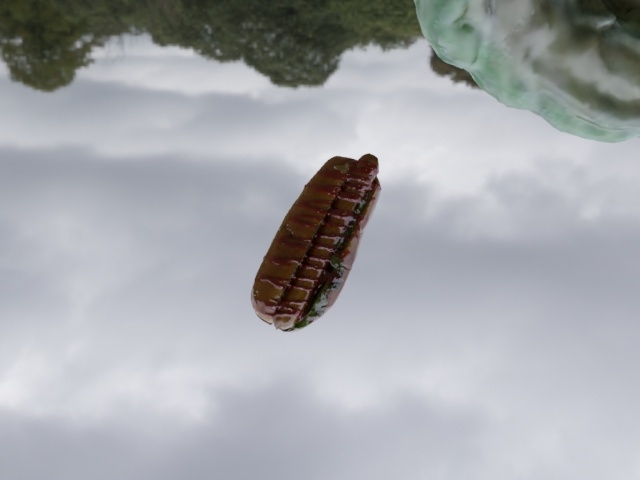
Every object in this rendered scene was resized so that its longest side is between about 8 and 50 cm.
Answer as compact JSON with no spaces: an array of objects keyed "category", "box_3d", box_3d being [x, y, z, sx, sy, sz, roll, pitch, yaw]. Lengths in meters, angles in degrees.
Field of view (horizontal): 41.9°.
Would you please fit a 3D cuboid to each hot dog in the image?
[{"category":"hot dog","box_3d":[0.000,0.000,0.603,0.062,0.144,0.038,29,175,0]}]

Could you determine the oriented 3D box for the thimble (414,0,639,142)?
[{"category":"thimble","box_3d":[0.134,-0.148,0.292,0.219,0.219,0.150,3,-123,7]}]
